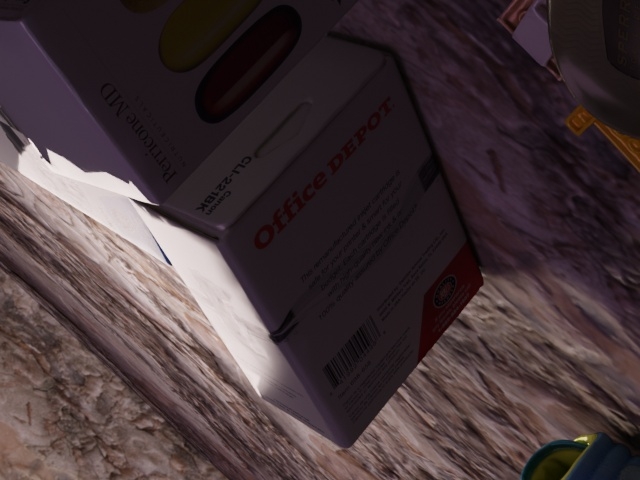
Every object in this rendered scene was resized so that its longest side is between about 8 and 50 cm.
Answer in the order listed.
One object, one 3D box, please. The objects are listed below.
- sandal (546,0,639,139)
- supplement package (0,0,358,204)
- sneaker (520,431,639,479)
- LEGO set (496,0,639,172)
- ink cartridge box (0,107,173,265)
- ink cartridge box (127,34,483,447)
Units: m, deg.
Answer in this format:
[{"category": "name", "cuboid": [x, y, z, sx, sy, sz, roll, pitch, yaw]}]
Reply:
[{"category": "sandal", "cuboid": [0.103, -0.129, 0.449, 0.120, 0.086, 0.303, 41, 163, 37]}, {"category": "supplement package", "cuboid": [-0.083, -0.159, 0.730, 0.134, 0.244, 0.139, 16, 149, 49]}, {"category": "sneaker", "cuboid": [0.285, 0.290, 1.167, 0.208, 0.127, 0.319, 28, 147, 26]}, {"category": "LEGO set", "cuboid": [0.228, -0.058, 0.602, 0.287, 0.107, 0.132, 31, 149, 38]}, {"category": "ink cartridge box", "cuboid": [-0.244, -0.141, 1.220, 0.307, 0.129, 0.223, 29, 156, 32]}, {"category": "ink cartridge box", "cuboid": [0.000, 0.000, 0.972, 0.114, 0.197, 0.273, 25, 154, 39]}]
